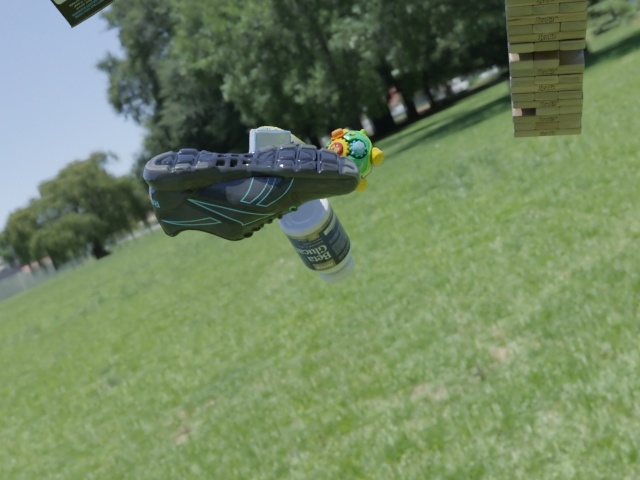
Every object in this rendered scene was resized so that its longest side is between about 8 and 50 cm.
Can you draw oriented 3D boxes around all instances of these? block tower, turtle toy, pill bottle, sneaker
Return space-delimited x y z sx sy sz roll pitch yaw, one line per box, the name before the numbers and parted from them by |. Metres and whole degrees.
block tower | 0.266 -0.249 1.184 0.097 0.091 0.335 -3 -27 10
turtle toy | 0.032 -0.120 1.560 0.066 0.095 0.130 25 -81 -53
pill bottle | 0.000 0.000 1.755 0.094 0.169 0.094 -14 48 17
sneaker | -0.082 -0.060 1.248 0.267 0.106 0.101 -2 22 3

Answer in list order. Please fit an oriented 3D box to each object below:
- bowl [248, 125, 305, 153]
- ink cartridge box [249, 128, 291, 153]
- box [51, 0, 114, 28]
bowl | -0.083 -0.137 1.970 0.170 0.170 0.080 -16 35 57
ink cartridge box | -0.087 -0.135 1.681 0.060 0.104 0.180 1 7 -7
box | -0.398 -0.455 1.369 0.087 0.290 0.169 -30 39 6
